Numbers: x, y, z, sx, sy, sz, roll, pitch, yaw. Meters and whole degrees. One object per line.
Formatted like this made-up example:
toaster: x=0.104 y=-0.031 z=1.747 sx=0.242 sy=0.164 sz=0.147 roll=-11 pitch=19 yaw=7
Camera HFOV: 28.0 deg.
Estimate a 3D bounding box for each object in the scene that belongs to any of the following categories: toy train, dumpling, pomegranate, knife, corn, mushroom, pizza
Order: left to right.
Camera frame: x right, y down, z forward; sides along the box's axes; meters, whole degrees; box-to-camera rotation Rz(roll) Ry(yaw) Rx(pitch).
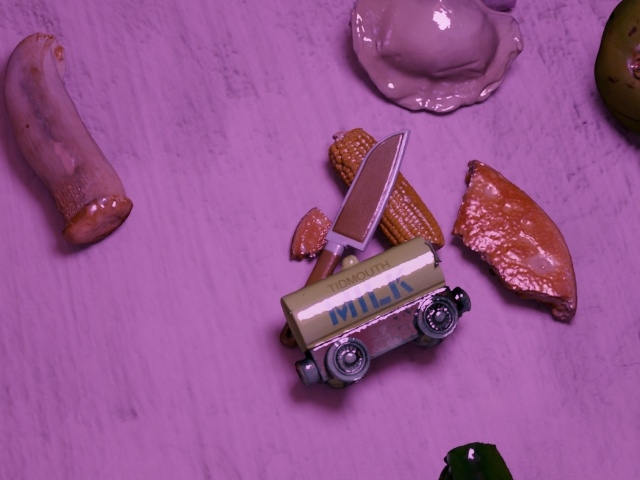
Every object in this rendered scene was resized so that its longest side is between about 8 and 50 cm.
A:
mushroom: x=-0.371 y=-0.149 z=1.825 sx=0.122 sy=0.095 sz=0.351 roll=-10 pitch=63 yaw=-31
pizza: x=0.000 y=0.000 z=1.802 sx=0.078 sy=0.025 sz=0.083 roll=23 pitch=70 yaw=13
knife: x=0.040 y=-0.005 z=1.755 sx=0.061 sy=0.027 sz=0.343 roll=22 pitch=80 yaw=23
toy train: x=0.069 y=0.091 z=1.699 sx=0.253 sy=0.105 sz=0.157 roll=-24 pitch=83 yaw=-12
corn: x=0.091 y=-0.067 z=1.813 sx=0.080 sy=0.080 sz=0.238 roll=-31 pitch=68 yaw=-18
dumpling: x=0.165 y=-0.286 z=1.903 sx=0.258 sy=0.147 sz=0.193 roll=18 pitch=104 yaw=-6
pizza: x=0.271 y=0.000 z=1.802 sx=0.134 sy=0.056 sz=0.271 roll=-34 pitch=71 yaw=-21
pomegranate: x=0.526 y=-0.266 z=1.862 sx=0.254 sy=0.254 sz=0.270 roll=42 pitch=35 yaw=17

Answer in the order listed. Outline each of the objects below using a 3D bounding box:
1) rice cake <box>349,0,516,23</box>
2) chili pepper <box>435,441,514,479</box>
rice cake: x=0.178 y=-0.363 z=1.990 sx=0.270 sy=0.049 sz=0.055 roll=-11 pitch=42 yaw=-10
chili pepper: x=0.153 y=0.425 z=1.512 sx=0.213 sy=0.167 sz=0.385 roll=2 pitch=61 yaw=-4
